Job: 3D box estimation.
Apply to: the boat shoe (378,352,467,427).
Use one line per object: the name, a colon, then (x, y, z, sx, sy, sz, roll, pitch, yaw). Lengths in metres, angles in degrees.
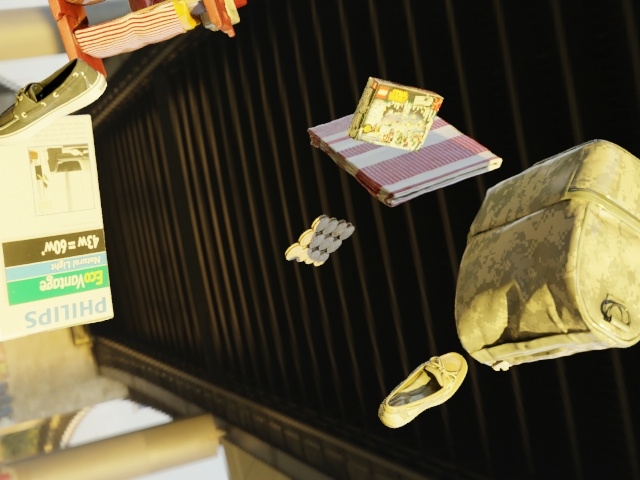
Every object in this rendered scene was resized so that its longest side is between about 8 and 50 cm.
boat shoe: (0.145, 0.199, 1.323, 0.056, 0.153, 0.048, 50, -25, 26)

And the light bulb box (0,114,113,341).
light bulb box: (-0.570, -0.029, 1.709, 0.357, 0.225, 0.361, 1, -82, 46)

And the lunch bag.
lunch bag: (0.333, 0.044, 1.332, 0.305, 0.212, 0.256, -24, -145, 60)

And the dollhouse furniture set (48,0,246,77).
dollhouse furniture set: (-0.218, -0.319, 1.339, 0.374, 0.201, 0.152, -49, 121, -82)

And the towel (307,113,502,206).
towel: (0.150, -0.171, 1.794, 0.329, 0.237, 0.037, 45, -30, 51)

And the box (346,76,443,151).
box: (0.113, -0.187, 1.441, 0.027, 0.137, 0.094, 43, -61, 44)

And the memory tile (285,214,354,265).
memory tile: (0.000, 0.000, 1.821, 0.113, 0.148, 0.012, -47, -115, 14)

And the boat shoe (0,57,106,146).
boat shoe: (-0.282, -0.142, 0.966, 0.040, 0.142, 0.049, 50, 24, -42)
